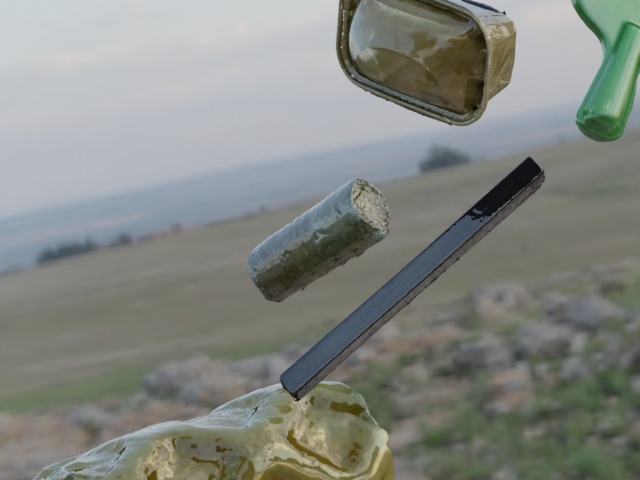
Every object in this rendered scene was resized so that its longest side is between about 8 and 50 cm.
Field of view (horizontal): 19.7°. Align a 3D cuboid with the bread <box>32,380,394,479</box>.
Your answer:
[{"bbox_3d":[-0.080,0.222,1.353,0.252,0.196,0.238,-21,-4,-23],"label":"bread"}]

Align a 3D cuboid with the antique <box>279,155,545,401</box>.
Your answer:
[{"bbox_3d":[0.052,0.022,1.039,0.192,0.015,0.031,-41,-13,-9],"label":"antique"}]

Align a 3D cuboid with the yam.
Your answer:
[{"bbox_3d":[0.000,0.000,1.426,0.132,0.054,0.054,-34,-13,39],"label":"yam"}]

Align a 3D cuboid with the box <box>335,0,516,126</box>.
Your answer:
[{"bbox_3d":[0.088,-0.169,1.596,0.177,0.111,0.111,24,26,38],"label":"box"}]

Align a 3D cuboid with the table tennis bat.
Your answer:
[{"bbox_3d":[0.277,-0.191,1.606,0.160,0.257,0.039,27,-29,-3],"label":"table tennis bat"}]
